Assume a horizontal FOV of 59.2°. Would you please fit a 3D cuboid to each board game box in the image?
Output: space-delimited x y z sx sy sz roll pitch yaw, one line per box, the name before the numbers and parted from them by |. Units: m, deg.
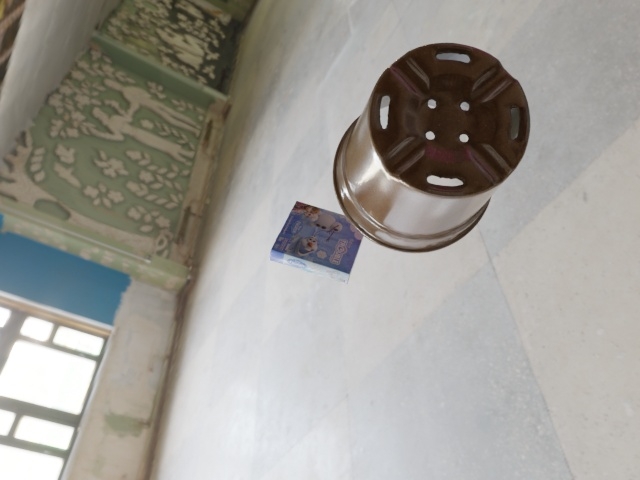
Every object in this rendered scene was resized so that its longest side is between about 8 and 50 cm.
board game box | 0.000 0.000 0.635 0.090 0.090 0.020 -67 -7 -46

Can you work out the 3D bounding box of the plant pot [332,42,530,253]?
plant pot | 0.098 -0.080 0.503 0.165 0.167 0.166 100 -170 -82
